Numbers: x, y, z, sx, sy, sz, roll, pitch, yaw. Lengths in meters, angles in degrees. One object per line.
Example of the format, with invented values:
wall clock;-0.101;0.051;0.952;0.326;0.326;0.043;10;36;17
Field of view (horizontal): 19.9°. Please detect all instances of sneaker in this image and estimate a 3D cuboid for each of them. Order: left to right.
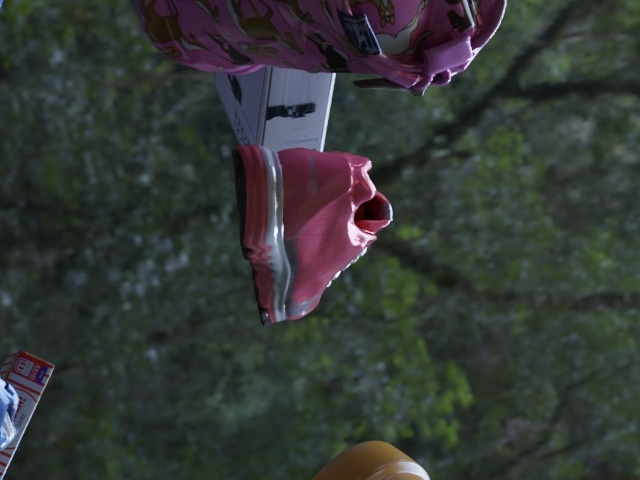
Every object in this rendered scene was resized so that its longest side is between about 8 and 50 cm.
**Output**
sneaker;-0.351;0.158;1.905;0.053;0.059;0.144;16;-57;39
sneaker;0.000;0.000;1.680;0.314;0.136;0.116;80;4;-72

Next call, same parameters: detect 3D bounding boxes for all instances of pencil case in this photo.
pencil case;-0.014;-0.215;1.518;0.386;0.160;0.167;14;-104;58

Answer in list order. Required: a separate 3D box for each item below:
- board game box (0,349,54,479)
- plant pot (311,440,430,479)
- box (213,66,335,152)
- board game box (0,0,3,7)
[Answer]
board game box;-0.363;0.204;2.094;0.146;0.045;0.193;-66;-170;-12
plant pot;0.094;0.374;2.205;0.188;0.205;0.205;29;-51;39
box;-0.050;-0.229;2.101;0.290;0.087;0.169;100;-28;-51
board game box;-0.451;-0.179;1.848;0.078;0.233;0.347;33;-67;27
